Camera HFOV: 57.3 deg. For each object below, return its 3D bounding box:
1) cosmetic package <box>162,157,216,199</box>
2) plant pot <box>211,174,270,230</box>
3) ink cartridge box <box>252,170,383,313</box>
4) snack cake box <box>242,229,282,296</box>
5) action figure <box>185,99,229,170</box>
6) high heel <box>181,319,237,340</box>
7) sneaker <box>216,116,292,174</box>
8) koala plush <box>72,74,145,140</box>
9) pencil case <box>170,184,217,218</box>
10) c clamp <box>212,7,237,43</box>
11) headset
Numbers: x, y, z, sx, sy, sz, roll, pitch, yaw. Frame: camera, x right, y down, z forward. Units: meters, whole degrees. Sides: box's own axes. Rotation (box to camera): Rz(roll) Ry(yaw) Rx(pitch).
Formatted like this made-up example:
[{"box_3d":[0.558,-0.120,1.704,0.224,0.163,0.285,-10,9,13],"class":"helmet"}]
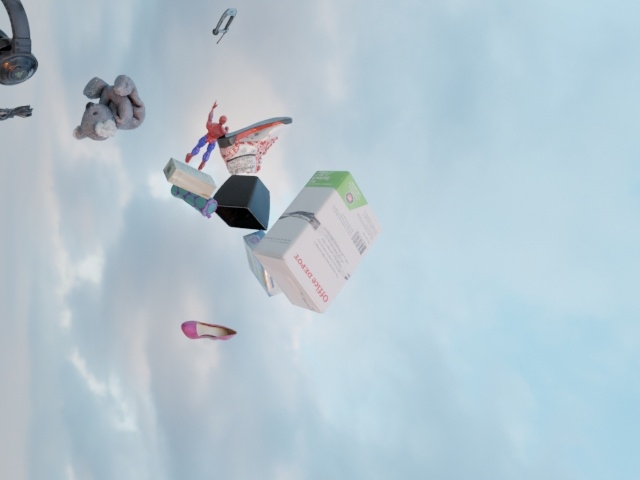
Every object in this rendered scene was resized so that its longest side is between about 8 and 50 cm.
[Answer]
[{"box_3d":[-0.309,-0.146,1.388,0.041,0.115,0.060,-52,-140,16],"class":"cosmetic package"},{"box_3d":[-0.302,-0.160,2.336,0.188,0.187,0.166,7,-114,26],"class":"plant pot"},{"box_3d":[0.000,0.000,1.355,0.115,0.198,0.272,9,-128,45],"class":"ink cartridge box"},{"box_3d":[-0.208,0.082,2.224,0.264,0.089,0.152,-136,-149,-59],"class":"snack cake box"},{"box_3d":[-0.381,-0.377,2.060,0.280,0.092,0.139,-36,-148,51],"class":"action figure"},{"box_3d":[-0.457,0.370,2.411,0.117,0.244,0.082,-17,-121,27],"class":"high heel"},{"box_3d":[-0.204,-0.313,1.958,0.090,0.270,0.144,29,-41,58],"class":"sneaker"},{"box_3d":[-0.721,-0.416,1.979,0.196,0.203,0.221,3,-133,29],"class":"koala plush"},{"box_3d":[-0.404,-0.135,1.870,0.152,0.064,0.070,33,-54,20],"class":"pencil case"},{"box_3d":[-0.316,-0.701,1.920,0.137,0.022,0.160,-51,-174,16],"class":"c clamp"},{"box_3d":[-0.918,-0.541,1.717,0.243,0.185,0.394,31,-60,24],"class":"headset"}]
